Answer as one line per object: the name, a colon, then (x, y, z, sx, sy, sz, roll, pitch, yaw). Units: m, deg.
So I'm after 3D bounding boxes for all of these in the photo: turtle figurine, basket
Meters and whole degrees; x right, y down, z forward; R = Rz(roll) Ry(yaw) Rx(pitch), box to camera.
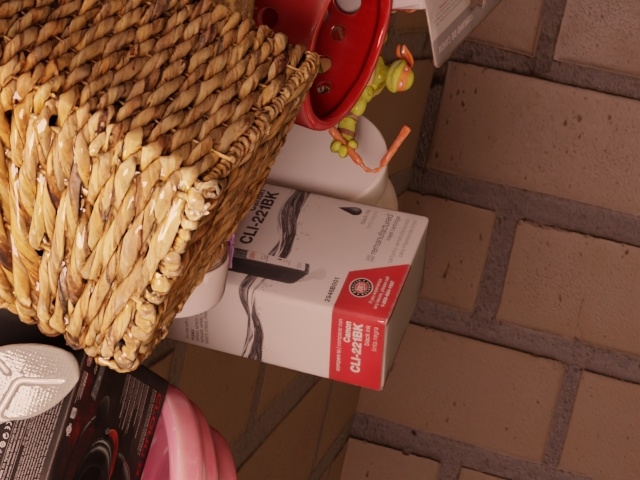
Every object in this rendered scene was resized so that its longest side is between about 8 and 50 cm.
turtle figurine: (0.028, -0.227, 1.615, 0.087, 0.217, 0.269, 22, 82, -80)
basket: (-0.166, -0.065, 0.999, 0.213, 0.223, 0.299, -62, 180, 31)

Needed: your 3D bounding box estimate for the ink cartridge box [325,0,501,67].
ink cartridge box: (0.105, -0.368, 1.472, 0.309, 0.130, 0.272, -47, 131, -50)

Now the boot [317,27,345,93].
boot: (-0.002, -0.203, 1.869, 0.176, 0.088, 0.244, -59, 152, -56)

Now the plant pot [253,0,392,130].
plant pot: (-0.043, -0.222, 1.324, 0.191, 0.174, 0.191, -51, 152, -41)

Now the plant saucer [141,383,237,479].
plant saucer: (-0.160, 0.307, 1.306, 0.332, 0.084, 0.332, -169, -90, -68)

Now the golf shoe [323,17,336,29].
golf shoe: (0.028, -0.399, 1.761, 0.140, 0.115, 0.306, -49, -161, 56)

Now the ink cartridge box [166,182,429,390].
ink cartridge box: (-0.030, 0.042, 1.540, 0.197, 0.273, 0.114, -64, 161, -48)

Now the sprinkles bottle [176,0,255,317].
sprinkles bottle: (-0.131, -0.105, 1.222, 0.121, 0.121, 0.355, -56, 158, -60)

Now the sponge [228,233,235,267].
sponge: (-0.109, -0.070, 1.415, 0.210, 0.031, 0.117, -104, -160, -62)

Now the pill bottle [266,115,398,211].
pill bottle: (0.000, 0.000, 1.798, 0.363, 0.210, 0.210, 90, 18, -54)

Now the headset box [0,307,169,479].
headset box: (-0.232, 0.192, 1.123, 0.293, 0.110, 0.218, 67, 38, -73)

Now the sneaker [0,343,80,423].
sneaker: (-0.242, 0.108, 0.937, 0.061, 0.152, 0.053, -54, 124, -86)
